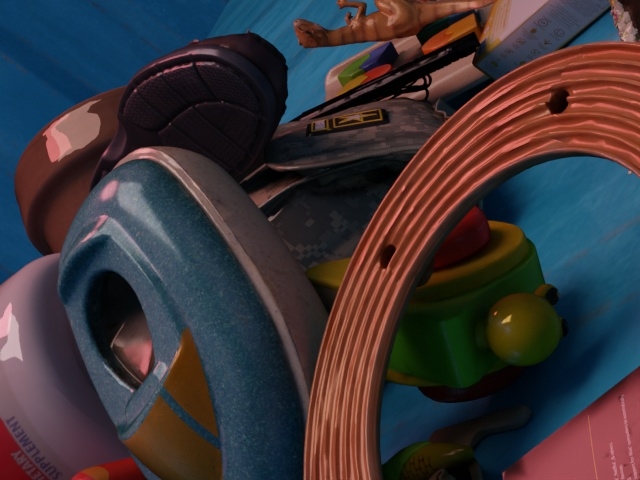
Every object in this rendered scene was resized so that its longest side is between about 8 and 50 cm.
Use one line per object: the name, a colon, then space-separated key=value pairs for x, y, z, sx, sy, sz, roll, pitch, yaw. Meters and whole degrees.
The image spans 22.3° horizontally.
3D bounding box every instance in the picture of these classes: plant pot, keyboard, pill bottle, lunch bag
plant pot: x=-0.138 y=0.014 z=1.532 sx=0.263 sy=0.263 sz=0.229 roll=-44 pitch=53 yaw=39
keyboard: x=0.057 y=-0.122 z=1.378 sx=0.192 sy=0.038 sz=0.100 roll=-22 pitch=8 yaw=31
pill bottle: x=-0.299 y=0.208 z=1.381 sx=0.408 sy=0.229 sz=0.229 roll=-37 pitch=19 yaw=24
lunch bag: x=0.000 y=0.000 z=1.262 sx=0.287 sy=0.169 sz=0.235 roll=-45 pitch=10 yaw=8

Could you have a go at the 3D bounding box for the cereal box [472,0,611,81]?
cereal box: x=0.227 y=-0.247 z=1.321 sx=0.240 sy=0.047 sz=0.173 roll=-41 pitch=20 yaw=47

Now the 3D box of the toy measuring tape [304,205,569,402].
toy measuring tape: x=0.046 y=0.030 z=1.025 sx=0.330 sy=0.121 sz=0.121 roll=10 pitch=64 yaw=57

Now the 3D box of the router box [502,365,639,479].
router box: x=0.134 y=0.130 z=0.606 sx=0.133 sy=0.046 sz=0.179 roll=-44 pitch=31 yaw=34

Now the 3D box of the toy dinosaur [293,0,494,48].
toy dinosaur: x=0.083 y=-0.210 z=1.518 sx=0.211 sy=0.064 sz=0.112 roll=-12 pitch=32 yaw=18

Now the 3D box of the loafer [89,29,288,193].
loafer: x=-0.096 y=-0.092 z=1.253 sx=0.095 sy=0.109 sz=0.302 roll=-52 pitch=6 yaw=-32

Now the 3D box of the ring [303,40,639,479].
ring: x=0.103 y=0.065 z=0.784 sx=0.336 sy=0.032 sz=0.336 roll=-34 pitch=45 yaw=43

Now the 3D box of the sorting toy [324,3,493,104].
sorting toy: x=0.084 y=-0.166 z=1.511 sx=0.193 sy=0.038 sz=0.208 roll=-28 pitch=21 yaw=11

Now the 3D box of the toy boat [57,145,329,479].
toy boat: x=-0.110 y=0.114 z=1.033 sx=0.148 sy=0.267 sz=0.318 roll=-15 pitch=-29 yaw=-39

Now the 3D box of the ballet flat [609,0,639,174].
ballet flat: x=0.209 y=-0.111 z=0.984 sx=0.241 sy=0.091 sz=0.077 roll=-66 pitch=-8 yaw=-55

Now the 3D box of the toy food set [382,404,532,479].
toy food set: x=0.044 y=0.172 z=0.932 sx=0.132 sy=0.038 sz=0.192 roll=-33 pitch=25 yaw=59
